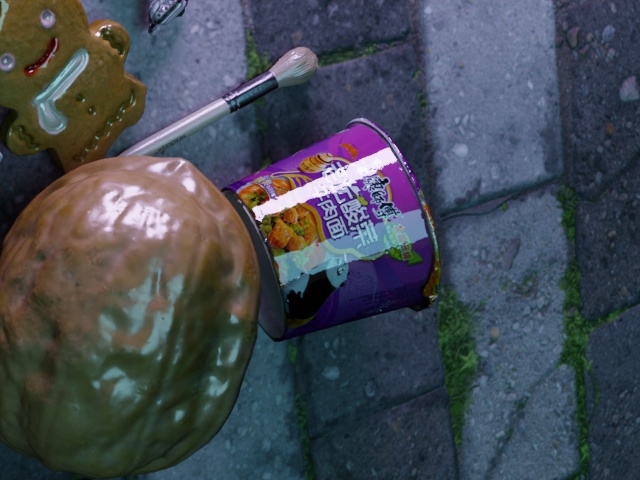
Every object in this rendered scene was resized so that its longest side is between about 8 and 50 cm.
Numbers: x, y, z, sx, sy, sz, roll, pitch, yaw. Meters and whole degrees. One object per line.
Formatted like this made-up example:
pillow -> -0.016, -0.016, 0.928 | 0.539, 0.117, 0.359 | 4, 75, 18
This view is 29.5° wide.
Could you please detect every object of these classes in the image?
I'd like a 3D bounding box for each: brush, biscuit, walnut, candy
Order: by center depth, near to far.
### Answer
walnut -> -0.207, 0.073, 1.279 | 0.306, 0.306, 0.344 | 22, 95, -35
biscuit -> -0.283, -0.179, 1.293 | 0.184, 0.035, 0.249 | -50, 136, -14
candy -> -0.192, -0.341, 1.335 | 0.094, 0.051, 0.226 | -22, 113, -30
brush -> -0.126, -0.156, 1.441 | 0.299, 0.039, 0.042 | -30, 113, -20

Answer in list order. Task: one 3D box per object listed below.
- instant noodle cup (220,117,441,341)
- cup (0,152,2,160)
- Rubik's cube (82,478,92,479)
instant noodle cup -> 0.000, 0.000, 1.448 | 0.190, 0.251, 0.251 | -20, 113, -18
cup -> -0.427, -0.148, 1.111 | 0.300, 0.167, 0.173 | 34, 74, -9
Rubik's cube -> -0.307, 0.472, 1.323 | 0.287, 0.292, 0.293 | -15, 108, -29
